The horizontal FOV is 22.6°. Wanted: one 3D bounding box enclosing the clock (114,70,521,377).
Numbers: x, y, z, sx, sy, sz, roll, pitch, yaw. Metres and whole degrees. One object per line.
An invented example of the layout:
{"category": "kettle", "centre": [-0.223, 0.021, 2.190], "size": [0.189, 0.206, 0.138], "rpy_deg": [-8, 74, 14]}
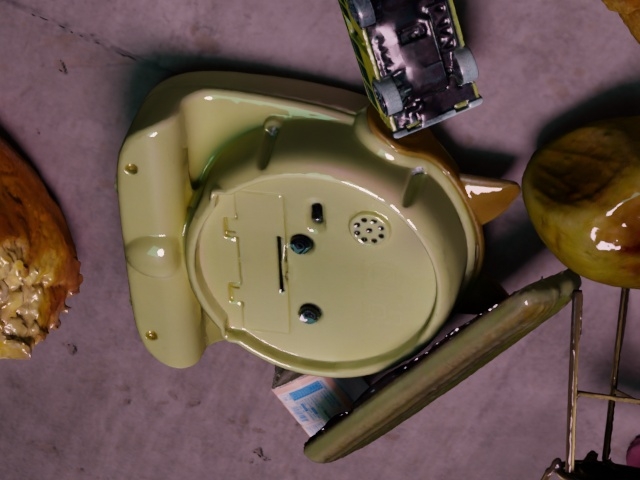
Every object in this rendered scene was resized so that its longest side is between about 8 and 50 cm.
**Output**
{"category": "clock", "centre": [0.000, 0.000, 1.430], "size": [0.348, 0.117, 0.286], "rpy_deg": [6, 129, 11]}

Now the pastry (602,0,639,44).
{"category": "pastry", "centre": [0.293, -0.203, 1.152], "size": [0.189, 0.188, 0.103], "rpy_deg": [-29, 108, 32]}

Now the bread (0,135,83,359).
{"category": "bread", "centre": [-0.326, -0.006, 1.478], "size": [0.133, 0.179, 0.250], "rpy_deg": [-17, 121, 21]}

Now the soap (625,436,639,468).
{"category": "soap", "centre": [0.483, 0.239, 1.473], "size": [0.359, 0.128, 0.233], "rpy_deg": [-28, 113, 31]}

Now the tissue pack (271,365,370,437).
{"category": "tissue pack", "centre": [0.004, 0.152, 1.583], "size": [0.074, 0.058, 0.094], "rpy_deg": [-24, 117, 25]}

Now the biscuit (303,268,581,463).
{"category": "biscuit", "centre": [0.102, 0.120, 1.439], "size": [0.322, 0.099, 0.038], "rpy_deg": [-41, 73, 36]}

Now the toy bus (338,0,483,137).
{"category": "toy bus", "centre": [0.060, -0.182, 1.281], "size": [0.088, 0.101, 0.175], "rpy_deg": [-22, 122, -4]}

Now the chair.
{"category": "chair", "centre": [0.266, 0.208, 1.397], "size": [0.170, 0.160, 0.325], "rpy_deg": [13, 96, 29]}

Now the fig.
{"category": "fig", "centre": [0.244, -0.035, 1.329], "size": [0.166, 0.154, 0.144], "rpy_deg": [16, 87, 24]}
